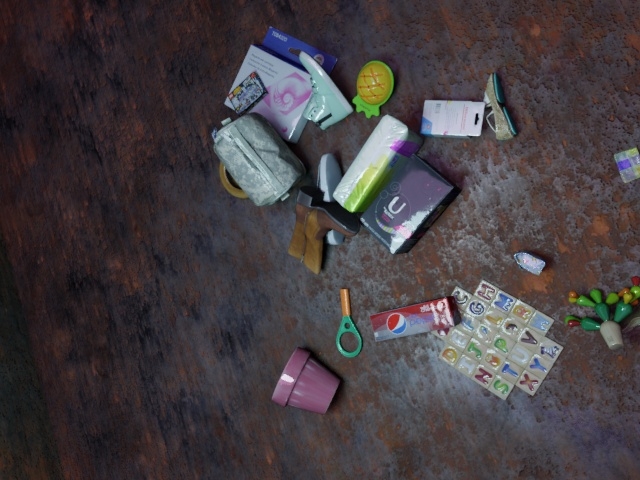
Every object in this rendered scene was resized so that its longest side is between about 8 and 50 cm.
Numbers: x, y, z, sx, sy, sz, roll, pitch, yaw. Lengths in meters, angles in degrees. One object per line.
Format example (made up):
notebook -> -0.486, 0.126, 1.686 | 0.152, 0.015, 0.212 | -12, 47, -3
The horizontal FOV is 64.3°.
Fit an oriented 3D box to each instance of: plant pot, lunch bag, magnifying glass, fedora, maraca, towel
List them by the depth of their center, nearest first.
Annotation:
towel -> 0.834, -0.202, 1.370 | 0.060, 0.009, 0.083 | -20, 82, 26
lunch bag -> 0.595, 0.060, 1.455 | 0.083, 0.071, 0.053 | 32, 108, 20
maraca -> 0.169, -0.488, 1.649 | 0.127, 0.099, 0.185 | 36, 130, 18
lunch bag -> -0.204, -0.269, 1.679 | 0.213, 0.256, 0.305 | -38, 98, 3
plant pot -> -0.040, 0.486, 1.713 | 0.180, 0.201, 0.201 | 25, 102, 7
magnifying glass -> 0.093, 0.279, 1.730 | 0.092, 0.026, 0.230 | -7, 89, 26
fedora -> -0.280, -0.253, 1.876 | 0.195, 0.079, 0.194 | 4, 99, 22

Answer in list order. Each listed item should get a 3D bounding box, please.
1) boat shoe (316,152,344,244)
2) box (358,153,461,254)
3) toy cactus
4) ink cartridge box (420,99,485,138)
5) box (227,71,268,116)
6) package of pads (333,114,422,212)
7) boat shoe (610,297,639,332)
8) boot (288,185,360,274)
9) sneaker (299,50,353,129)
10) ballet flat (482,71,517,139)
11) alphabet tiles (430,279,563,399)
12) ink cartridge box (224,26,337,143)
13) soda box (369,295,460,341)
boat shoe -> 0.014, -0.137, 1.718 | 0.105, 0.113, 0.306 | 1, 106, 32
box -> 0.275, -0.106, 1.570 | 0.165, 0.143, 0.270 | 44, 108, 19
toy cactus -> 0.749, 0.195, 1.338 | 0.219, 0.112, 0.180 | -30, 38, 32
ink cartridge box -> 0.406, -0.367, 1.549 | 0.181, 0.062, 0.104 | 10, 95, 26
box -> -0.261, -0.521, 1.819 | 0.137, 0.027, 0.093 | -35, 74, 24
package of pads -> 0.180, -0.226, 1.569 | 0.101, 0.229, 0.296 | 39, 106, 16
boat shoe -> 0.838, 0.201, 1.356 | 0.153, 0.048, 0.056 | -45, 49, 13
boot -> 0.000, 0.000, 1.650 | 0.264, 0.096, 0.280 | 31, 128, 26
sneaker -> -0.023, -0.487, 1.686 | 0.151, 0.094, 0.256 | -35, 107, 15
ballet flat -> 0.513, -0.389, 1.496 | 0.067, 0.073, 0.206 | -21, 77, 39
alphabet tiles -> 0.519, 0.296, 1.527 | 0.343, 0.011, 0.285 | 31, 104, 23
ink cartridge box -> -0.150, -0.564, 1.818 | 0.324, 0.071, 0.330 | 33, 106, 23
soda box -> 0.293, 0.245, 1.590 | 0.263, 0.083, 0.092 | -18, 80, 28
